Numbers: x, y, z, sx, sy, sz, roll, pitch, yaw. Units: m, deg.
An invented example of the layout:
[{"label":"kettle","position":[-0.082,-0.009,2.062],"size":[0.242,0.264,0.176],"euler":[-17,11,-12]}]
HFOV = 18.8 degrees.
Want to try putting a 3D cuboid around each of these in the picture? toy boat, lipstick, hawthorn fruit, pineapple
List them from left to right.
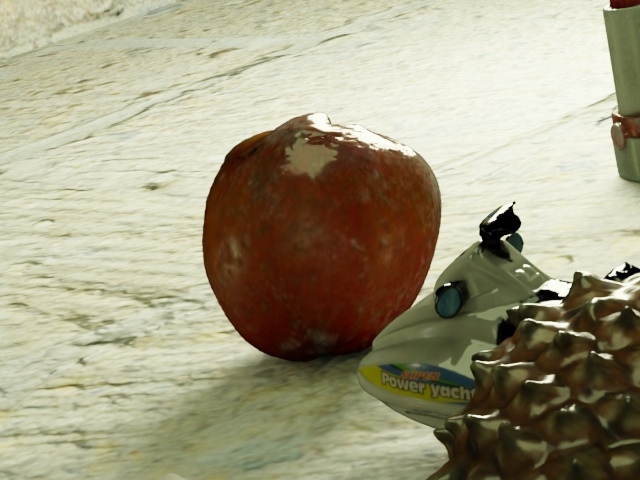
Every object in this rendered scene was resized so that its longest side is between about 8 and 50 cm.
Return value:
[{"label":"hawthorn fruit","position":[0.000,0.000,1.349],"size":[0.172,0.173,0.173],"euler":[-11,16,3]},{"label":"toy boat","position":[0.143,0.057,1.098],"size":[0.269,0.141,0.141],"euler":[15,27,29]},{"label":"pineapple","position":[0.108,0.145,0.788],"size":[0.175,0.175,0.361],"euler":[-6,26,20]},{"label":"lipstick","position":[0.260,-0.145,1.604],"size":[0.057,0.186,0.063],"euler":[-16,16,-15]}]

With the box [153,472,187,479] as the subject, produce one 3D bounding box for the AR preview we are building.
[{"label":"box","position":[-0.082,0.170,1.015],"size":[0.089,0.043,0.125],"euler":[-21,18,-30]}]
